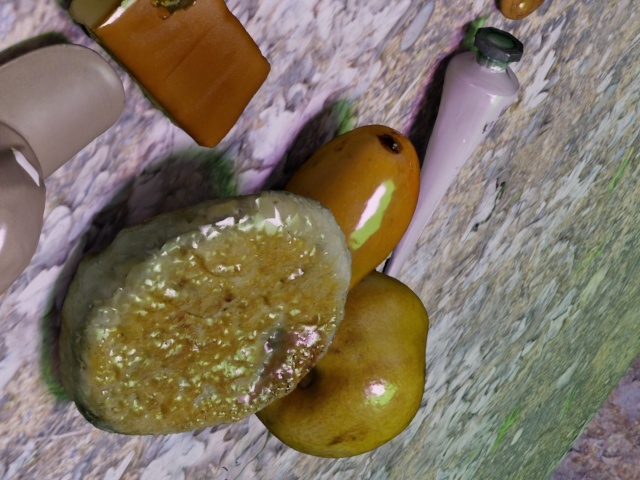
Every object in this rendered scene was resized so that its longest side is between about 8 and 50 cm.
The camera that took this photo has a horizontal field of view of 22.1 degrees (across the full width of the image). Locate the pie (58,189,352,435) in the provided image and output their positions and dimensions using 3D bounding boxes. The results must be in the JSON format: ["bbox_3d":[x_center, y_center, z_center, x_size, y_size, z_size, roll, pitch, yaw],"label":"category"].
[{"bbox_3d":[-0.096,0.058,1.359,0.277,0.078,0.277,-19,138,-18],"label":"pie"}]

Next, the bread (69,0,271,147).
[{"bbox_3d":[-0.103,-0.142,1.162,0.088,0.049,0.226,-51,158,-5],"label":"bread"}]

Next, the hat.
[{"bbox_3d":[-0.188,-0.033,1.068,0.173,0.144,0.166,-19,149,-18],"label":"hat"}]

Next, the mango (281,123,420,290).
[{"bbox_3d":[0.000,0.000,1.502,0.253,0.113,0.138,-50,175,15],"label":"mango"}]

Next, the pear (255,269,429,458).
[{"bbox_3d":[0.014,0.122,1.629,0.200,0.200,0.200,-43,156,-24],"label":"pear"}]

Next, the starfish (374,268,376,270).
[{"bbox_3d":[0.037,0.058,1.762,0.130,0.041,0.133,-27,147,-50],"label":"starfish"}]

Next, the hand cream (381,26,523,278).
[{"bbox_3d":[0.121,-0.069,1.697,0.336,0.076,0.121,-66,176,33],"label":"hand cream"}]

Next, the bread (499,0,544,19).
[{"bbox_3d":[0.217,-0.270,1.648,0.110,0.024,0.110,-42,157,-23],"label":"bread"}]
